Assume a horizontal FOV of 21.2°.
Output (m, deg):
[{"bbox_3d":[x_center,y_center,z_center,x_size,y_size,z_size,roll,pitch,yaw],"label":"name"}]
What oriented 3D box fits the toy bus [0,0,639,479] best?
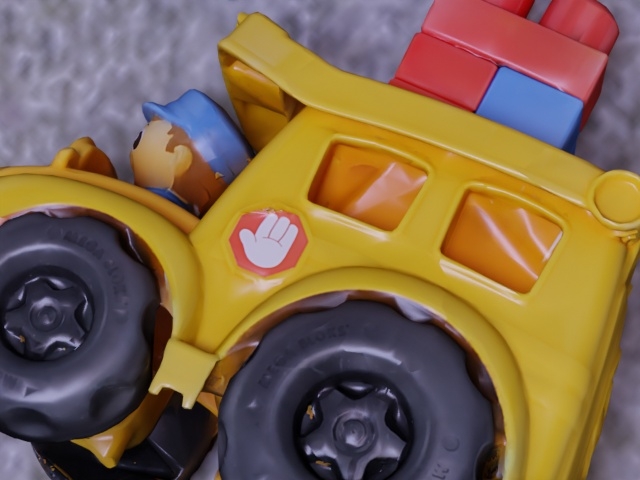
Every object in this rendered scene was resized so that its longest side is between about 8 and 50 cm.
[{"bbox_3d":[0.000,0.000,0.552,0.220,0.149,0.211,22,76,12],"label":"toy bus"}]
